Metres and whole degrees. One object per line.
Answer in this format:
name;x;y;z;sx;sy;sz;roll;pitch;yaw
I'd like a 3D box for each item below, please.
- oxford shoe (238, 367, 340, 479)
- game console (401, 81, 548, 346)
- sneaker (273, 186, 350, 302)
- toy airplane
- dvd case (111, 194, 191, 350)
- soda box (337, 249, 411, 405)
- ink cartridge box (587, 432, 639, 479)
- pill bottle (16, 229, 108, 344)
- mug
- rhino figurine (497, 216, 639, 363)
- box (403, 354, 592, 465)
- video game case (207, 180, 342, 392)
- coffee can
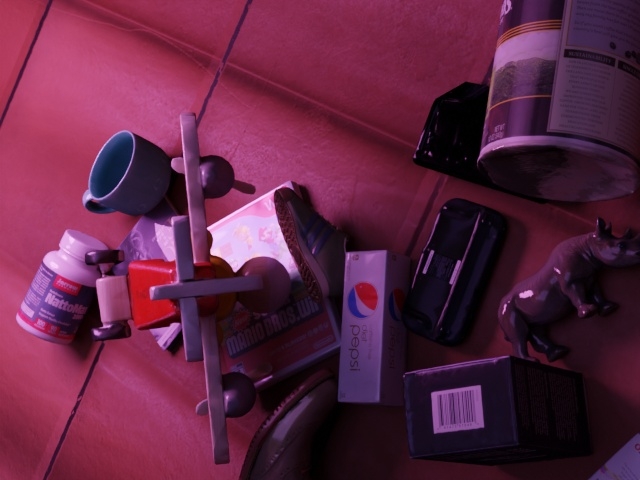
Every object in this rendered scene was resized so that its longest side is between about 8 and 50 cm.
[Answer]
oxford shoe;-0.046;0.345;1.774;0.130;0.123;0.348;36;108;21
game console;0.200;-0.037;1.706;0.213;0.044;0.361;22;92;39
sneaker;0.000;0.000;1.830;0.064;0.086;0.192;112;139;-57
toy airplane;-0.159;0.065;1.767;0.384;0.272;0.386;60;143;42
dvd case;-0.260;0.051;2.050;0.164;0.018;0.221;-50;56;17
soda box;0.078;0.125;1.745;0.074;0.069;0.216;-4;78;36
ink cartridge box;0.380;0.304;1.486;0.122;0.052;0.088;-49;56;19
pill bottle;-0.441;0.078;2.123;0.108;0.108;0.180;33;100;37
mug;-0.321;-0.106;2.074;0.158;0.097;0.129;-6;64;50
rhino figurine;0.324;0.055;1.572;0.243;0.073;0.106;-45;60;18
box;0.222;0.216;1.527;0.153;0.207;0.108;-14;71;33
video game case;-0.083;0.075;1.895;0.204;0.025;0.285;-29;63;23
coffee can;0.314;-0.209;1.535;0.201;0.201;0.275;-1;71;37
